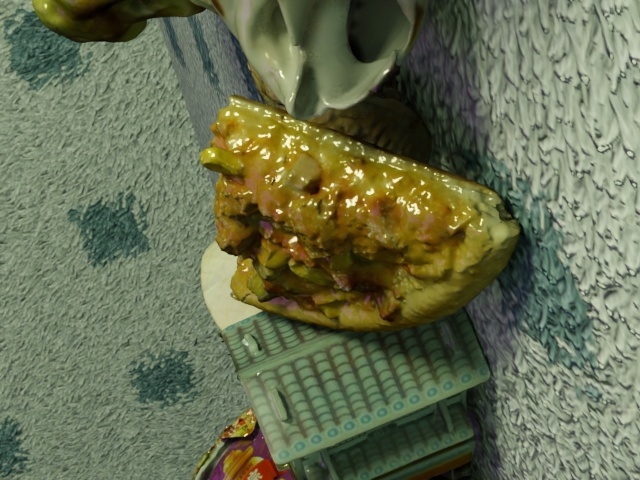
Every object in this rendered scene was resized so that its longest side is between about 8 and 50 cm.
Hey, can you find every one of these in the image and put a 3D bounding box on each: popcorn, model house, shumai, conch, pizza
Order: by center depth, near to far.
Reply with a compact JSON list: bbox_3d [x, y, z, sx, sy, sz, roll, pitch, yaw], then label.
[{"bbox_3d":[-0.009,-0.232,0.817,0.149,0.183,0.274,-44,-52,-68],"label":"conch"},{"bbox_3d":[0.030,0.017,0.944,0.268,0.087,0.257,20,151,17],"label":"pizza"},{"bbox_3d":[0.030,-0.100,0.989,0.145,0.146,0.116,80,-175,-45],"label":"shumai"},{"bbox_3d":[0.035,0.149,1.123,0.215,0.224,0.198,81,166,-51],"label":"model house"},{"bbox_3d":[-0.245,-0.408,1.378,0.312,0.312,0.312,160,90,-81],"label":"popcorn"}]

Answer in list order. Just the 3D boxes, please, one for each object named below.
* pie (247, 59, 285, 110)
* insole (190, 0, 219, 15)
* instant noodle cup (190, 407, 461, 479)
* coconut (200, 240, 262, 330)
[{"bbox_3d":[-0.025,-0.162,1.348,0.218,0.052,0.185,70,165,-13],"label":"pie"},{"bbox_3d":[-0.039,-0.204,0.924,0.011,0.248,0.081,-36,62,37],"label":"insole"},{"bbox_3d":[0.042,0.350,1.284,0.266,0.340,0.339,48,158,45],"label":"instant noodle cup"},{"bbox_3d":[-0.036,0.050,1.302,0.222,0.202,0.202,-45,56,32],"label":"coconut"}]
